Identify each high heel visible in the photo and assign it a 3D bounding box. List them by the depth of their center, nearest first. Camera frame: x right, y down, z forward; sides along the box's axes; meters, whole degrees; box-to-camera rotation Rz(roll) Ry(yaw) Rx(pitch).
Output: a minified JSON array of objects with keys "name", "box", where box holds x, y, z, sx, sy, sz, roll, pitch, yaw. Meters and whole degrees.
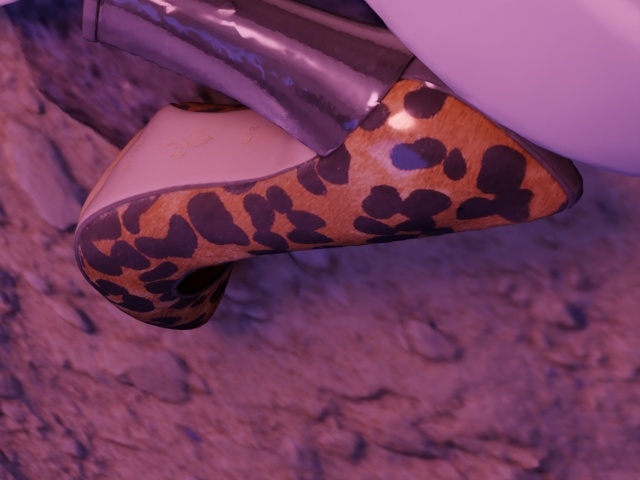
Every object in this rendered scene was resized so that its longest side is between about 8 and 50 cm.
[{"name":"high heel","box":[0.000,0.000,0.738,0.186,0.093,0.261,24,152,11]}]

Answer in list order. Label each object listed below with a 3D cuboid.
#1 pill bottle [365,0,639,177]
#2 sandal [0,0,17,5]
[{"name":"pill bottle","box":[0.164,-0.172,0.331,0.224,0.224,0.392,43,142,-9]},{"name":"sandal","box":[-0.263,-0.236,0.690,0.169,0.102,0.416,-18,118,47]}]
